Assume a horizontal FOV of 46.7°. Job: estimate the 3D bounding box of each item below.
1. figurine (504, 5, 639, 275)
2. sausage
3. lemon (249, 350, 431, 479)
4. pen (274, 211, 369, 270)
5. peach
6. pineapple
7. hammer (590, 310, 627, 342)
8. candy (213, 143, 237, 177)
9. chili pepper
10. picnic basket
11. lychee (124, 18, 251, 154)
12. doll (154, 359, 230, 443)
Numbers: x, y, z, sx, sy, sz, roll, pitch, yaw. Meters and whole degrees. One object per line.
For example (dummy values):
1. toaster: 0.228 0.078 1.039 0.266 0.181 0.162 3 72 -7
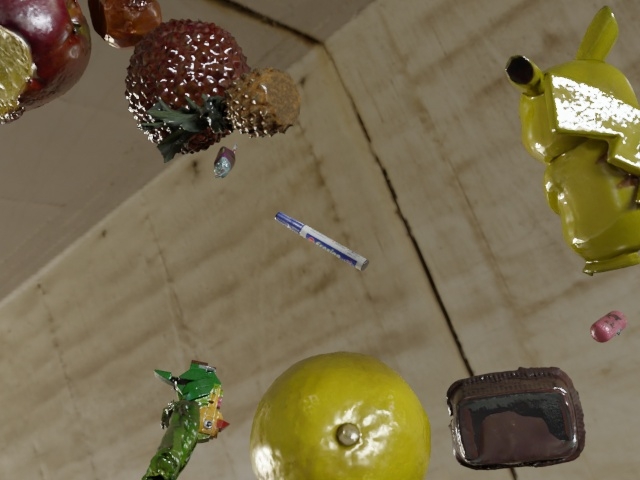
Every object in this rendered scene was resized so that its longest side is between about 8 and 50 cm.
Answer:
1. figurine: 0.352 -0.122 0.962 0.218 0.326 0.169 -19 -14 -32
2. sausage: -0.478 -0.552 1.809 0.141 0.153 0.268 -10 27 -26
3. lemon: 0.036 0.356 1.312 0.348 0.347 0.348 -21 -13 -5
4. pen: 0.000 0.000 1.402 0.025 0.204 0.025 -51 -20 -27
5. peach: -0.792 -0.488 1.867 0.417 0.338 0.353 -22 22 3
6. pineapple: -0.171 -0.206 1.242 0.278 0.130 0.119 -7 -26 35
7. hammer: 0.512 0.153 1.315 0.083 0.043 0.043 -20 -11 -41
8. candy: -0.205 -0.171 1.594 0.045 0.043 0.175 -45 16 17
9. chili pepper: -0.244 0.332 1.239 0.077 0.084 0.359 15 1 -6
10. picnic basket: 0.424 0.392 1.610 0.297 0.222 0.129 -9 -9 10
11. lychee: -0.265 -0.321 1.514 0.265 0.299 0.264 11 -23 5
12. doll: -0.279 0.358 1.647 0.135 0.186 0.106 -14 -25 -19
